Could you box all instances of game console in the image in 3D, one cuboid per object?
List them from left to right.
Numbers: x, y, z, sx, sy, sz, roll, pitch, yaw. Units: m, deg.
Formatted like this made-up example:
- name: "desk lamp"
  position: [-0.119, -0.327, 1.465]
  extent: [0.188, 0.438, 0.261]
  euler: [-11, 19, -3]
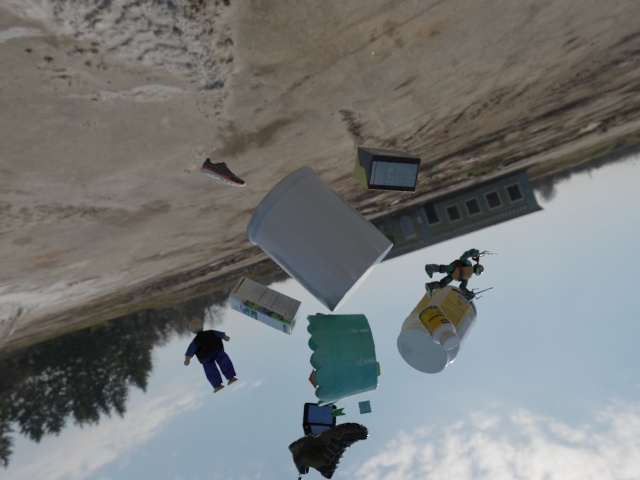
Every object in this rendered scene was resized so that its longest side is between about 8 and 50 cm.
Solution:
- name: "game console"
  position: [0.004, 0.731, 1.660]
  extent: [0.143, 0.086, 0.124]
  euler: [9, -174, -11]

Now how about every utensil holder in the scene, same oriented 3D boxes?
- name: "utensil holder"
  position: [0.000, 0.000, 1.376]
  extent: [0.327, 0.385, 0.328]
  euler: [-46, 170, -11]

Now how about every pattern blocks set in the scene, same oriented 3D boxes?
- name: "pattern blocks set"
  position: [0.094, 0.517, 1.610]
  extent: [0.284, 0.326, 0.026]
  euler: [3, 167, -5]

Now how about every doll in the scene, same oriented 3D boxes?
- name: "doll"
  position: [-0.285, 0.288, 1.044]
  extent: [0.129, 0.189, 0.046]
  euler: [-22, 164, -30]

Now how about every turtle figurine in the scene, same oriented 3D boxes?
- name: "turtle figurine"
  position: [0.464, 0.112, 1.350]
  extent: [0.233, 0.176, 0.118]
  euler: [-10, -173, -4]

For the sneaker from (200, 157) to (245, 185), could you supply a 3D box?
- name: "sneaker"
  position: [-0.318, -0.230, 1.372]
  extent: [0.157, 0.065, 0.061]
  euler: [21, 170, -28]

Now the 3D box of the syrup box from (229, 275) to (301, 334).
- name: "syrup box"
  position: [-0.190, 0.223, 1.412]
  extent: [0.093, 0.236, 0.096]
  euler: [98, 17, -52]

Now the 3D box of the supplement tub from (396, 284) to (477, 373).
- name: "supplement tub"
  position: [0.475, 0.354, 1.669]
  extent: [0.240, 0.241, 0.331]
  euler: [-21, -169, 45]

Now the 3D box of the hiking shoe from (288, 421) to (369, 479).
- name: "hiking shoe"
  position: [0.032, 0.557, 1.081]
  extent: [0.226, 0.114, 0.086]
  euler: [-23, 161, 14]

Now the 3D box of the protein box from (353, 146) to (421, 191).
- name: "protein box"
  position: [0.262, -0.288, 1.650]
  extent: [0.200, 0.136, 0.200]
  euler: [2, -160, -14]

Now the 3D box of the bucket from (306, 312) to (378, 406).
- name: "bucket"
  position: [0.062, 0.359, 1.279]
  extent: [0.182, 0.282, 0.281]
  euler: [-6, 177, -6]

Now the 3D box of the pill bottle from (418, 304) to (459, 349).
- name: "pill bottle"
  position: [0.308, 0.226, 1.064]
  extent: [0.065, 0.065, 0.116]
  euler: [-19, -144, -8]
